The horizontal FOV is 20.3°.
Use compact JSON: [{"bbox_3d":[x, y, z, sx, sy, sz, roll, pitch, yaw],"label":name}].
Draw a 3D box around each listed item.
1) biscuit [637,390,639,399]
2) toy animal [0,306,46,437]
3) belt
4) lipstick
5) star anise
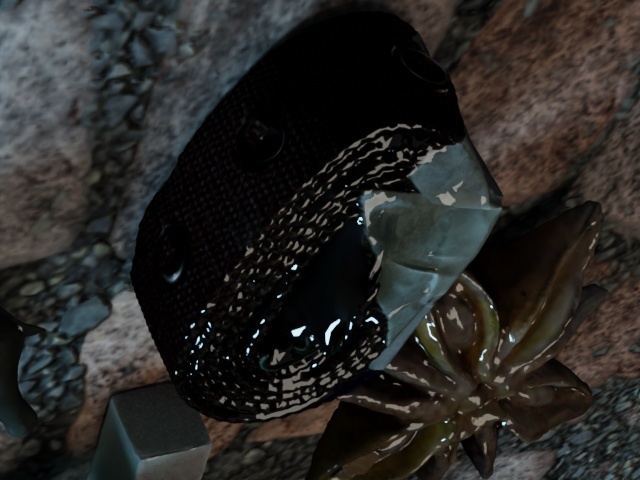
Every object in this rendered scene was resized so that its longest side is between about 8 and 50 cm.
[{"bbox_3d":[0.412,0.075,1.739,0.139,0.016,0.231,-3,137,-34],"label":"biscuit"},{"bbox_3d":[-0.293,0.119,1.168,0.245,0.114,0.146,-47,157,-15],"label":"toy animal"},{"bbox_3d":[0.000,0.000,1.177,0.184,0.164,0.289,10,130,-34],"label":"belt"},{"bbox_3d":[-0.158,0.242,1.456,0.066,0.068,0.317,-9,141,-27],"label":"lipstick"},{"bbox_3d":[0.104,0.108,1.458,0.292,0.109,0.349,-17,135,-8],"label":"star anise"}]
